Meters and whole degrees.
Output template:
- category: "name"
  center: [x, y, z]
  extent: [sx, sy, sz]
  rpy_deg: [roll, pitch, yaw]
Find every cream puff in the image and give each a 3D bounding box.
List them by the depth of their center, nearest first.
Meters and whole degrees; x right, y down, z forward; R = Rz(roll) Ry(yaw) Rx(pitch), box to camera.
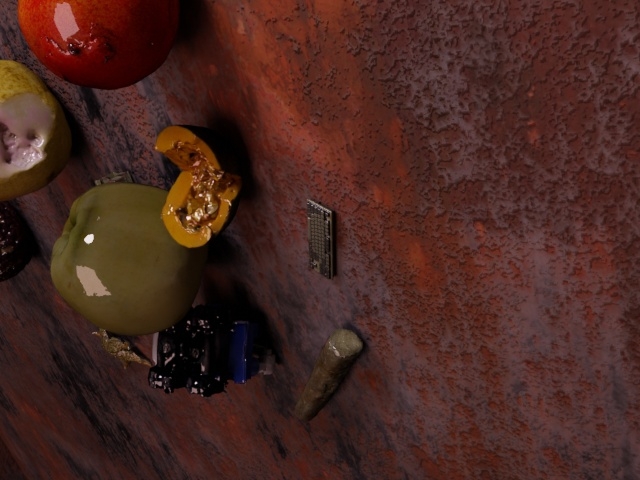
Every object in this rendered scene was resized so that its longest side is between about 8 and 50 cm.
- category: "cream puff"
  center: [-0.829, -0.006, 1.795]
  extent: [0.239, 0.164, 0.239]
  rpy_deg: [30, 139, 29]

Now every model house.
- category: "model house"
  center: [-0.371, -0.093, 1.341]
  extent: [0.083, 0.057, 0.058]
  rpy_deg: [3, 118, 42]

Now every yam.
- category: "yam"
  center: [0.008, 0.233, 1.222]
  extent: [0.061, 0.061, 0.274]
  rpy_deg: [40, 143, 14]

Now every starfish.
- category: "starfish"
  center: [-0.497, 0.264, 1.787]
  extent: [0.208, 0.053, 0.176]
  rpy_deg: [30, 149, 34]

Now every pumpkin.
- category: "pumpkin"
  center: [-0.174, -0.089, 1.095]
  extent: [0.118, 0.107, 0.184]
  rpy_deg: [16, 114, 27]

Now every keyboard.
- category: "keyboard"
  center: [0.000, 0.000, 1.070]
  extent: [0.049, 0.015, 0.129]
  rpy_deg: [26, 137, 29]

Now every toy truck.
- category: "toy truck"
  center: [-0.202, 0.196, 1.332]
  extent: [0.213, 0.177, 0.161]
  rpy_deg: [0, 84, 33]

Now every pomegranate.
- category: "pomegranate"
  center: [-0.291, -0.315, 0.958]
  extent: [0.210, 0.210, 0.235]
  rpy_deg: [-38, 59, 53]

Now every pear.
- category: "pear"
  center: [-0.602, -0.195, 1.337]
  extent: [0.271, 0.271, 0.271]
  rpy_deg: [27, 137, 28]

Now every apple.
- category: "apple"
  center: [-0.309, 0.024, 1.201]
  extent: [0.262, 0.262, 0.262]
  rpy_deg: [27, 137, 28]
